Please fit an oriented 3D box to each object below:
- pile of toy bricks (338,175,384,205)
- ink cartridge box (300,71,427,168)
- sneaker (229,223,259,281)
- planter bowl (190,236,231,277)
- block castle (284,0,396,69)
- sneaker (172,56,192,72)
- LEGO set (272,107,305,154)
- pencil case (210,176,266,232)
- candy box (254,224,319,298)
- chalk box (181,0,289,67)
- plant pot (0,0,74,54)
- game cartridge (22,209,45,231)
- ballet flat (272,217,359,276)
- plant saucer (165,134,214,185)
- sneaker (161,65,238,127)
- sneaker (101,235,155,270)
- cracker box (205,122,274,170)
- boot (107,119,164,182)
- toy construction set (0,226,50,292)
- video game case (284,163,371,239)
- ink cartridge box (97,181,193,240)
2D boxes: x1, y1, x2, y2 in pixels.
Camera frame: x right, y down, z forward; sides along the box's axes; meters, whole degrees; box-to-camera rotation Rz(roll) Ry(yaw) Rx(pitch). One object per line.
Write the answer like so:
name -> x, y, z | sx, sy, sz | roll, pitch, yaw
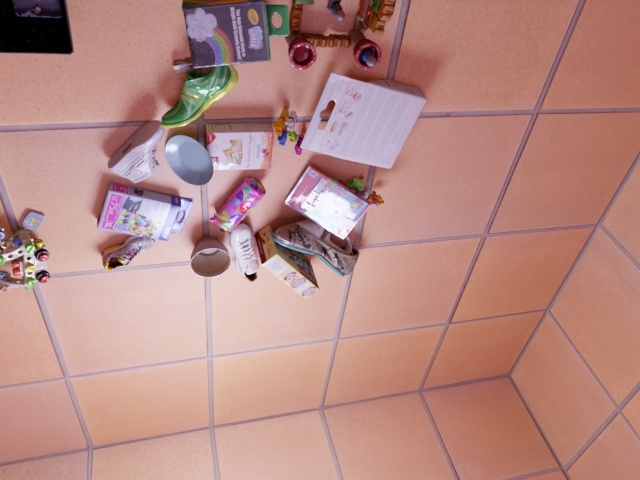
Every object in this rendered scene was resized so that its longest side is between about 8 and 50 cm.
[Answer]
pile of toy bricks -> 0.149, -0.206, 2.191 | 0.212, 0.118, 0.105 | 8, 102, -5
ink cartridge box -> 0.146, -0.437, 1.969 | 0.384, 0.091, 0.308 | 9, 129, -23
sneaker -> -0.293, 0.056, 2.238 | 0.105, 0.123, 0.290 | -31, 144, -24
planter bowl -> -0.446, 0.055, 2.206 | 0.161, 0.109, 0.162 | -10, 135, -10
block castle -> 0.066, -0.723, 1.570 | 0.302, 0.213, 0.454 | -4, 133, -16
sneaker -> -0.416, -0.544, 1.704 | 0.083, 0.032, 0.037 | -10, 149, -4
LEGO set -> -0.109, -0.399, 1.908 | 0.086, 0.093, 0.227 | 16, 165, 11
pencil case -> -0.311, -0.135, 2.083 | 0.104, 0.104, 0.236 | 29, 116, -38
candy box -> -0.138, 0.093, 2.300 | 0.087, 0.183, 0.316 | -33, 134, 14
chalk box -> -0.235, -0.623, 1.566 | 0.288, 0.179, 0.180 | -7, 133, -6
plant pot -> -0.747, -0.609, 1.421 | 0.187, 0.167, 0.188 | -3, 134, -15
game cartridge -> -1.023, -0.070, 1.947 | 0.056, 0.017, 0.083 | 24, 121, -31
ballet flat -> 0.000, 0.000, 2.306 | 0.482, 0.164, 0.182 | 30, 95, -44
plant saucer -> -0.444, -0.282, 1.891 | 0.194, 0.037, 0.195 | 14, 130, 17
sneaker -> -0.398, -0.470, 1.740 | 0.295, 0.109, 0.123 | -36, 119, 12
sneaker -> -0.735, 0.051, 2.111 | 0.225, 0.093, 0.088 | -28, 135, 6
cracker box -> -0.287, -0.329, 1.925 | 0.232, 0.067, 0.156 | -4, 133, -15
boot -> -0.587, -0.294, 1.847 | 0.258, 0.095, 0.123 | -31, 141, 23
toy construction set -> -1.101, 0.084, 1.971 | 0.215, 0.151, 0.328 | -16, 150, -40
video game case -> 0.026, -0.147, 2.147 | 0.285, 0.025, 0.204 | 31, 124, -10
ink cartridge box -> -0.644, -0.097, 2.028 | 0.310, 0.065, 0.186 | 10, 128, -30
